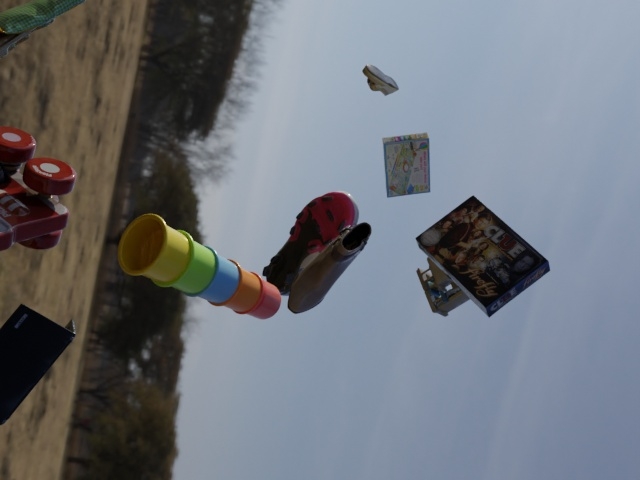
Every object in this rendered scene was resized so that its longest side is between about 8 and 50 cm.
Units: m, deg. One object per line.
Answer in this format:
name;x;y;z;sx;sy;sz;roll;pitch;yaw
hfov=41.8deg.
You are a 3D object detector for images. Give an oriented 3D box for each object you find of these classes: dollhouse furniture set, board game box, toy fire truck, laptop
dollhouse furniture set;-0.562;-0.381;1.394;0.301;0.151;0.197;-5;-145;49
board game box;0.338;0.028;1.766;0.243;0.165;0.042;48;-9;39
board game box;0.197;-0.171;1.911;0.026;0.103;0.154;-96;179;-49
dollhouse furniture set;0.286;0.084;2.039;0.129;0.184;0.129;-36;-124;26
toy fire truck;-0.650;-0.093;1.647;0.254;0.302;0.169;-22;142;-56
laptop;-0.623;0.239;1.703;0.234;0.136;0.264;-51;-163;-7

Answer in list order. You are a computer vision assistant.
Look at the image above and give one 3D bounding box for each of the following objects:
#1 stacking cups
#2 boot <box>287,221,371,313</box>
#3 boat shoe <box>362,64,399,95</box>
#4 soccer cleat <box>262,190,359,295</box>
stacking cups;-0.180;0.056;1.326;0.096;0.316;0.096;-12;-115;27
boot;0.012;0.026;0.960;0.118;0.042;0.087;-52;-178;-36
boat shoe;0.136;-0.375;1.989;0.045;0.135;0.050;-35;-121;24
soccer cleat;0.000;0.000;1.795;0.331;0.143;0.116;-47;-114;40
